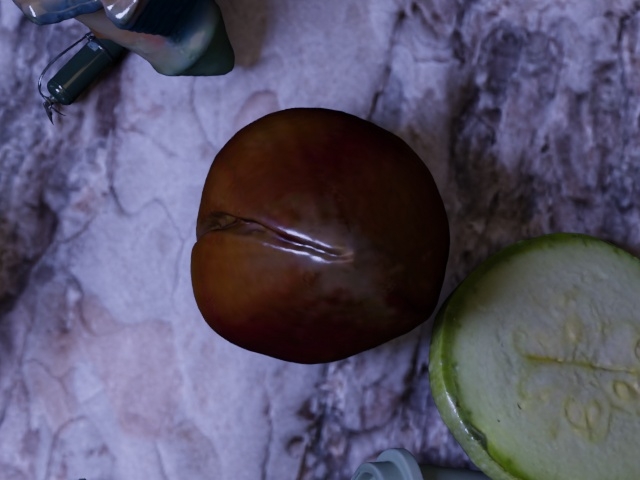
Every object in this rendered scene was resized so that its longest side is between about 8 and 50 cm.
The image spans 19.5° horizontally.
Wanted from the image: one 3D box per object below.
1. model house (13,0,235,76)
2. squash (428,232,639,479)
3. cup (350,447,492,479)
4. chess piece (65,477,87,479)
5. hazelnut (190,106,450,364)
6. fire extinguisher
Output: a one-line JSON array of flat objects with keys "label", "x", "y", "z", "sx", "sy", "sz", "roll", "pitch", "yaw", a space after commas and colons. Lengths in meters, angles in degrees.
[{"label": "model house", "x": -0.105, "y": -0.292, "z": 1.355, "sx": 0.280, "sy": 0.245, "sz": 0.312, "roll": 24, "pitch": 105, "yaw": -35}, {"label": "squash", "x": 0.189, "y": 0.099, "z": 1.406, "sx": 0.219, "sy": 0.041, "sz": 0.219, "roll": 8, "pitch": 63, "yaw": -16}, {"label": "cup", "x": 0.098, "y": 0.215, "z": 1.394, "sx": 0.141, "sy": 0.120, "sz": 0.120, "roll": 3, "pitch": 84, "yaw": -22}, {"label": "chess piece", "x": -0.176, "y": 0.254, "z": 1.377, "sx": 0.059, "sy": 0.059, "sz": 0.149, "roll": -18, "pitch": 92, "yaw": -9}, {"label": "hazelnut", "x": 0.000, "y": 0.000, "z": 1.348, "sx": 0.208, "sy": 0.208, "sz": 0.208, "roll": 1, "pitch": 85, "yaw": -8}, {"label": "fire extinguisher", "x": -0.187, "y": -0.129, "z": 1.423, "sx": 0.038, "sy": 0.025, "sz": 0.083, "roll": 45, "pitch": 81, "yaw": -18}]
